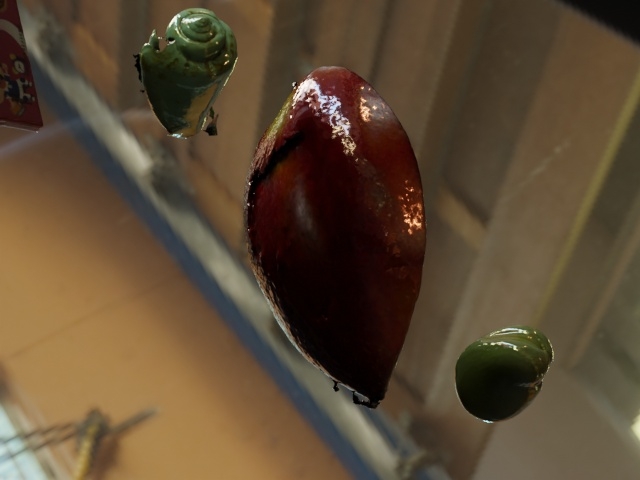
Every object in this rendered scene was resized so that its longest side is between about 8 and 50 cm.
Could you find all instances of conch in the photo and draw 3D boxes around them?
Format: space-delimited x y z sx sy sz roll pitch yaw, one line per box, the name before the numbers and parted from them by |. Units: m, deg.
conch | -0.143 -0.164 1.749 0.170 0.106 0.079 104 -18 -47

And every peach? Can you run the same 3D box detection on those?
peach | -0.003 -0.001 1.355 0.189 0.068 0.279 -27 -110 43

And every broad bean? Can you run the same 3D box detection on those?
broad bean | 0.132 0.097 1.244 0.063 0.045 0.083 40 -58 -2

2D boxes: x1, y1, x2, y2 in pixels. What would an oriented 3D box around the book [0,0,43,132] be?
book | -0.360 -0.187 1.548 0.022 0.232 0.162 -32 -117 35
